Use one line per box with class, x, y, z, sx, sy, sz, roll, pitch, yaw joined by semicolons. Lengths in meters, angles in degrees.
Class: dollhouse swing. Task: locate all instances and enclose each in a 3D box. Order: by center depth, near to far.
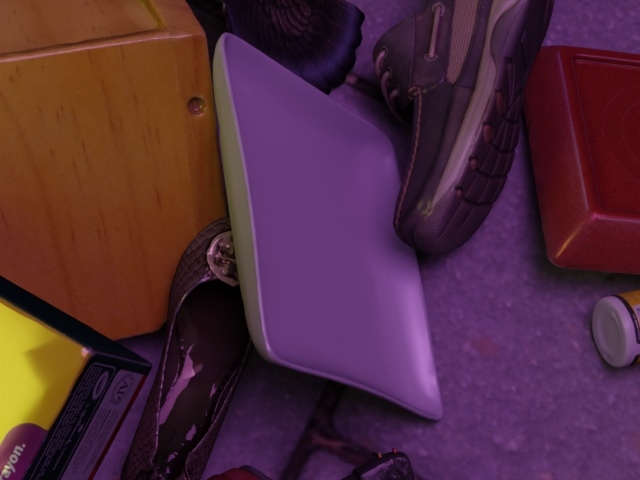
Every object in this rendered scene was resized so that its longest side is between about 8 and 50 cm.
dollhouse swing;-0.296;-0.095;1.242;0.347;0.305;0.315;-12;111;-19

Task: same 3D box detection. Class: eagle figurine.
eagle figurine;-0.048;-0.265;1.256;0.225;0.298;0.226;24;68;0

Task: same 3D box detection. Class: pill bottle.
pill bottle;0.307;0.072;1.308;0.116;0.065;0.065;-10;69;-18

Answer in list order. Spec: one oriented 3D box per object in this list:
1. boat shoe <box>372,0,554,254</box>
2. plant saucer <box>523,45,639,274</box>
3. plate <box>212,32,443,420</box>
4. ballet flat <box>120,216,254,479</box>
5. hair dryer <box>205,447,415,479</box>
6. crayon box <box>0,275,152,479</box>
boat shoe;0.119;-0.146;1.345;0.130;0.132;0.355;10;61;20
plant saucer;0.325;-0.082;1.367;0.259;0.047;0.258;6;54;-12
plate;0.000;0.000;1.200;0.277;0.045;0.278;26;49;-54
ballet flat;-0.097;0.101;1.157;0.084;0.058;0.249;22;82;-14
hair dryer;-0.030;0.280;1.122;0.294;0.080;0.223;-8;69;-17
crayon box;-0.335;0.163;0.962;0.313;0.106;0.362;28;89;20
